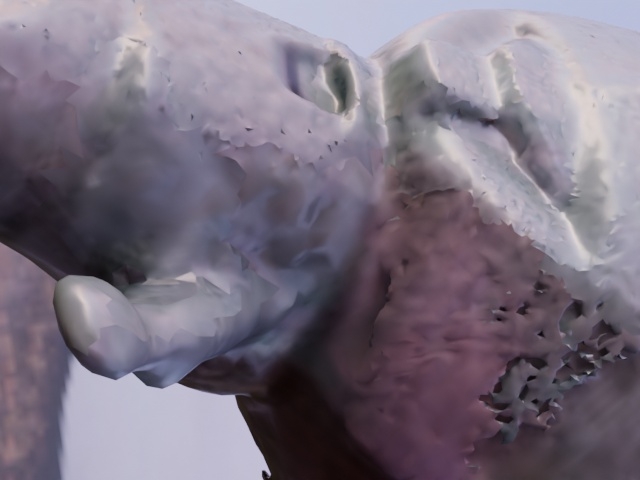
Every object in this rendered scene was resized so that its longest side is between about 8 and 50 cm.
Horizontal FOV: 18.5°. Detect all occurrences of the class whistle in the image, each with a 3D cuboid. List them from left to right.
[{"bbox_3d":[-0.001,0.001,0.379,0.134,0.346,0.142,-35,-138,52],"label":"whistle"}]
